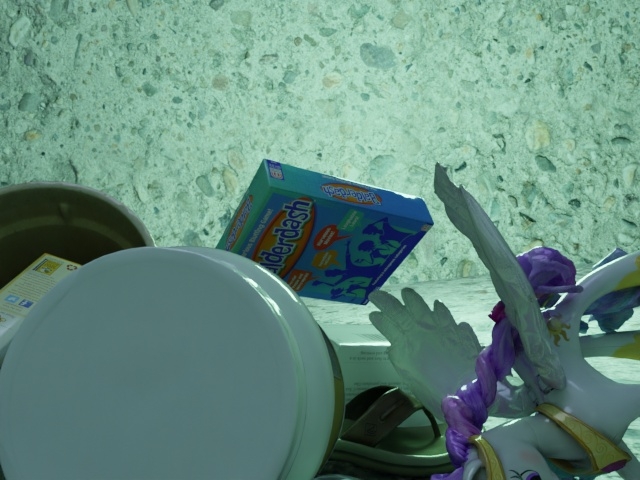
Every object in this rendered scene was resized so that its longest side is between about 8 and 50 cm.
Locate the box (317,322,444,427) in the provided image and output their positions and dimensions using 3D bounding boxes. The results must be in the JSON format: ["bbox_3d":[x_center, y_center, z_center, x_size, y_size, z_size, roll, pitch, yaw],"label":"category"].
[{"bbox_3d":[0.073,0.192,0.933,0.180,0.119,0.182,4,1,-19],"label":"box"}]

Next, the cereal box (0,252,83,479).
[{"bbox_3d":[-0.264,0.138,0.487,0.047,0.173,0.240,20,26,1],"label":"cereal box"}]

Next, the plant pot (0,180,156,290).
[{"bbox_3d":[-0.379,0.136,0.930,0.333,0.334,0.306,-6,-31,-8],"label":"plant pot"}]

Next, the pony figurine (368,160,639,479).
[{"bbox_3d":[0.228,0.116,0.654,0.363,0.351,0.303,-12,-38,-18],"label":"pony figurine"}]

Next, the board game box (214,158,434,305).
[{"bbox_3d":[0.000,0.000,0.733,0.210,0.047,0.160,11,-47,-28],"label":"board game box"}]

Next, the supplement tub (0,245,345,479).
[{"bbox_3d":[-0.101,0.140,0.570,0.240,0.241,0.331,-5,-14,4],"label":"supplement tub"}]

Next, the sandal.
[{"bbox_3d":[0.060,0.217,0.766,0.302,0.087,0.120,9,0,-7],"label":"sandal"}]

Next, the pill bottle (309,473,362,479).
[{"bbox_3d":[0.074,0.222,0.346,0.130,0.131,0.245,-7,3,-40],"label":"pill bottle"}]
